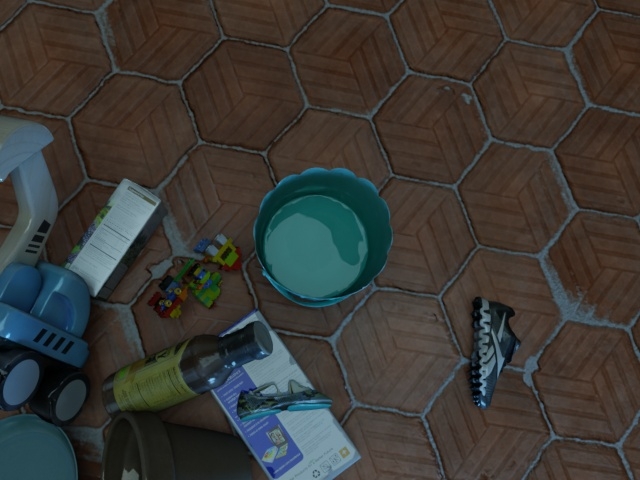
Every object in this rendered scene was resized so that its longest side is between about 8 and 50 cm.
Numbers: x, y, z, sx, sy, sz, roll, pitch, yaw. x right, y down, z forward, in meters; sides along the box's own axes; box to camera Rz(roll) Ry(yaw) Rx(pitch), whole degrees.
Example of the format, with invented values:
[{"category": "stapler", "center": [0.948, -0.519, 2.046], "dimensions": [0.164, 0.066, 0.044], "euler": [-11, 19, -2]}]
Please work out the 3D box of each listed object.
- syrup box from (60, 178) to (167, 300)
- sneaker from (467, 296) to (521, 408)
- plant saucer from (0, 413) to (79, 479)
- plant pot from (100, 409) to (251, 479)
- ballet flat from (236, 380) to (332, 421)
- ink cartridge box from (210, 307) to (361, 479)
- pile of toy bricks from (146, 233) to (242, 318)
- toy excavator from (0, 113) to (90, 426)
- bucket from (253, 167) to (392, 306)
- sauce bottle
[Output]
[{"category": "syrup box", "center": [-0.423, -0.001, 1.342], "dimensions": [0.096, 0.093, 0.237], "euler": [31, 79, 1]}, {"category": "sneaker", "center": [0.374, 0.239, 1.383], "dimensions": [0.106, 0.078, 0.234], "euler": [6, 78, -2]}, {"category": "plant saucer", "center": [-0.575, 0.486, 1.208], "dimensions": [0.317, 0.044, 0.318], "euler": [-10, 60, 17]}, {"category": "plant pot", "center": [-0.262, 0.445, 1.211], "dimensions": [0.229, 0.263, 0.263], "euler": [5, 78, -34]}, {"category": "ballet flat", "center": [-0.072, 0.307, 1.278], "dimensions": [0.188, 0.070, 0.070], "euler": [-6, 81, -9]}, {"category": "ink cartridge box", "center": [-0.094, 0.338, 1.329], "dimensions": [0.175, 0.069, 0.371], "euler": [-35, 87, -9]}, {"category": "pile of toy bricks", "center": [-0.249, 0.095, 1.350], "dimensions": [0.105, 0.118, 0.212], "euler": [49, 60, -24]}, {"category": "toy excavator", "center": [-0.540, 0.059, 1.170], "dimensions": [0.222, 0.433, 0.445], "euler": [13, 69, 20]}, {"category": "bucket", "center": [0.000, 0.000, 1.337], "dimensions": [0.281, 0.183, 0.281], "euler": [1, 80, -5]}, {"category": "sauce bottle", "center": [-0.252, 0.247, 1.247], "dimensions": [0.344, 0.111, 0.111], "euler": [-24, 83, 14]}]
